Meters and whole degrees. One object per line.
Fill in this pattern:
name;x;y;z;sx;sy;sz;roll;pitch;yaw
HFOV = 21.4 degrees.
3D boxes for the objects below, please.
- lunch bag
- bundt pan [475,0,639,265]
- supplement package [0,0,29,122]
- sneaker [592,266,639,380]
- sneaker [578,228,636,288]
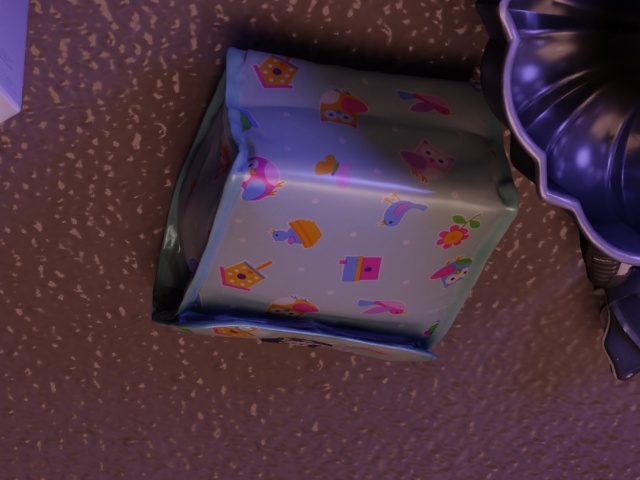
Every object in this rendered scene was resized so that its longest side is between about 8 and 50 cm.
lunch bag;0.000;0.000;1.281;0.223;0.160;0.262;7;138;-16
bundt pan;0.249;-0.142;1.159;0.330;0.124;0.331;-3;100;-18
supplement package;-0.265;-0.142;1.119;0.105;0.179;0.105;-30;125;16
sneaker;0.329;0.071;1.423;0.163;0.086;0.226;-34;132;28
sneaker;0.200;-0.064;1.306;0.106;0.078;0.234;-3;125;0
